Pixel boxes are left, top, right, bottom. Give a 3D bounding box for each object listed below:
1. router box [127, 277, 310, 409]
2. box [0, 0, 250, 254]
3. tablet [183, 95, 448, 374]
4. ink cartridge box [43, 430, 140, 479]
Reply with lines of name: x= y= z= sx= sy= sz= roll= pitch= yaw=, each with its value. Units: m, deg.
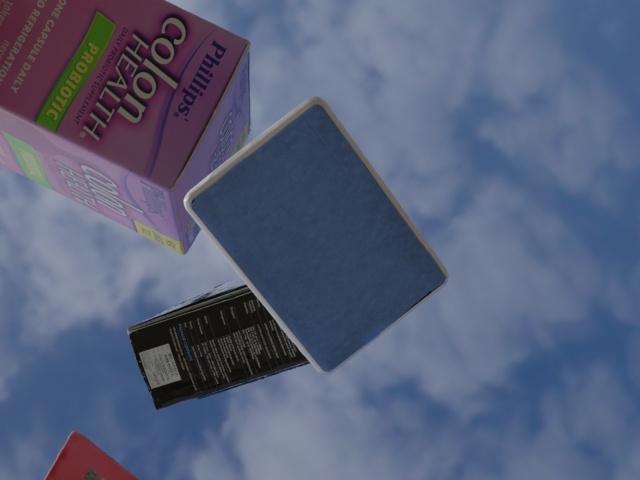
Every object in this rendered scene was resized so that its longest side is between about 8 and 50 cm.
router box: x=-0.017 y=0.031 z=0.713 sx=0.122 sy=0.092 sz=0.038 roll=-26 pitch=-84 yaw=-74
box: x=-0.180 y=-0.110 z=1.173 sx=0.243 sy=0.213 sz=0.117 roll=25 pitch=-102 yaw=2
tablet: x=0.000 y=0.000 z=0.526 sx=0.083 sy=0.054 sz=0.006 roll=53 pitch=179 yaw=-29
ink cartridge box: x=-0.076 y=0.228 z=1.024 sx=0.239 sy=0.060 sz=0.275 roll=41 pitch=-163 yaw=-8
